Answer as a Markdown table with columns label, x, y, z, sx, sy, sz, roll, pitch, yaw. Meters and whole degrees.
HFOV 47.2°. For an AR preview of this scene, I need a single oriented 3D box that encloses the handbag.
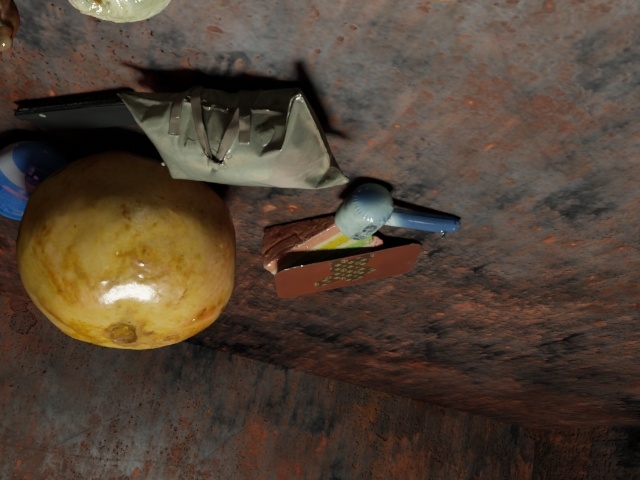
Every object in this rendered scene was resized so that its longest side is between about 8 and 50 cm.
| label | x | y | z | sx | sy | sz | roll | pitch | yaw |
| --- | --- | --- | --- | --- | --- | --- | --- | --- | --- |
| handbag | -0.109 | -0.130 | 0.917 | 0.270 | 0.117 | 0.183 | 7 | 152 | 17 |

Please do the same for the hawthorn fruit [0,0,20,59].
| label | x | y | z | sx | sy | sz | roll | pitch | yaw |
| --- | --- | --- | --- | --- | --- | --- | --- | --- | --- |
| hawthorn fruit | -0.429 | -0.226 | 0.681 | 0.262 | 0.211 | 0.210 | 8 | 161 | -6 |

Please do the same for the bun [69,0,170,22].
| label | x | y | z | sx | sy | sz | roll | pitch | yaw |
| --- | --- | --- | --- | --- | --- | --- | --- | --- | --- |
| bun | -0.201 | -0.247 | 0.704 | 0.115 | 0.069 | 0.115 | 11 | 162 | 4 |

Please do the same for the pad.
| label | x | y | z | sx | sy | sz | roll | pitch | yaw |
| --- | --- | --- | --- | --- | --- | --- | --- | --- | --- |
| pad | 0.048 | 0.058 | 1.337 | 0.267 | 0.004 | 0.181 | -12 | 161 | -5 |

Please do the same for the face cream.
| label | x | y | z | sx | sy | sz | roll | pitch | yaw |
| --- | --- | --- | --- | --- | --- | --- | --- | --- | --- |
| face cream | -0.497 | -0.103 | 1.246 | 0.149 | 0.083 | 0.264 | 22 | 158 | -27 |

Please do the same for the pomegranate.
| label | x | y | z | sx | sy | sz | roll | pitch | yaw |
| --- | --- | --- | --- | --- | --- | --- | --- | --- | --- |
| pomegranate | -0.294 | 0.005 | 1.158 | 0.338 | 0.338 | 0.338 | 10 | 160 | 4 |

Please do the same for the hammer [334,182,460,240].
| label | x | y | z | sx | sy | sz | roll | pitch | yaw |
| --- | --- | --- | --- | --- | --- | --- | --- | --- | --- |
| hammer | 0.125 | -0.034 | 1.125 | 0.193 | 0.070 | 0.116 | 8 | 161 | -14 |

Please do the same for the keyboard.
| label | x | y | z | sx | sy | sz | roll | pitch | yaw |
| --- | --- | --- | --- | --- | --- | --- | --- | --- | --- |
| keyboard | -0.332 | -0.180 | 1.038 | 0.231 | 0.023 | 0.072 | 1 | 165 | 29 |

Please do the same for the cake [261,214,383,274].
| label | x | y | z | sx | sy | sz | roll | pitch | yaw |
| --- | --- | --- | --- | --- | --- | --- | --- | --- | --- |
| cake | -0.005 | 0.019 | 1.300 | 0.225 | 0.090 | 0.109 | -10 | 147 | 45 |
